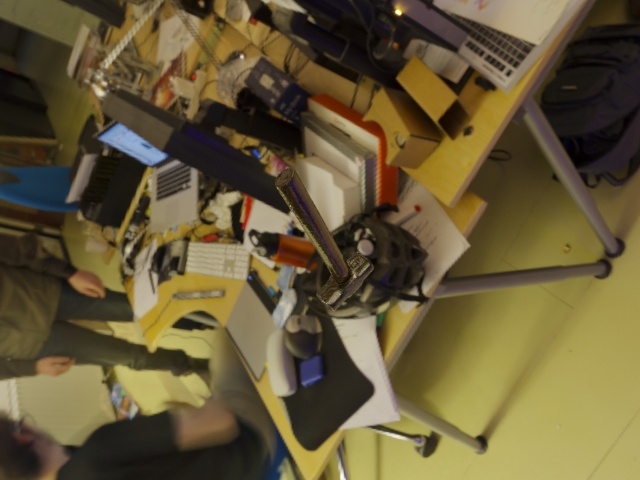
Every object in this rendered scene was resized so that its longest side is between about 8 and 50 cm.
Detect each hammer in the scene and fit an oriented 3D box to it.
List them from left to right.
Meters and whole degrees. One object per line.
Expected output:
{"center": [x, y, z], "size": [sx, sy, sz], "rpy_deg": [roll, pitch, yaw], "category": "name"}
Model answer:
{"center": [0.000, 0.000, 0.933], "size": [0.111, 0.365, 0.043], "rpy_deg": [-46, 59, -9], "category": "hammer"}
